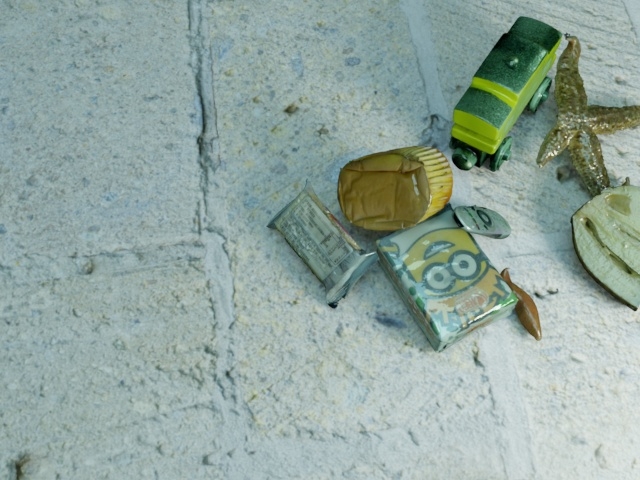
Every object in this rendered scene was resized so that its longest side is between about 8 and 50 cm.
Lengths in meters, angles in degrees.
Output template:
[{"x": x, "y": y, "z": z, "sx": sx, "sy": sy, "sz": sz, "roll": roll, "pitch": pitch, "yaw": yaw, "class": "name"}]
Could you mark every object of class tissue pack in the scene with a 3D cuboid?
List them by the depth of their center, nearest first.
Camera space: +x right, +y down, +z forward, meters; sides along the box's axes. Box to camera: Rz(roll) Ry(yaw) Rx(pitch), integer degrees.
[{"x": 0.308, "y": 0.091, "z": 1.930, "sx": 0.228, "sy": 0.128, "sz": 0.311, "roll": -27, "pitch": 66, "yaw": -11, "class": "tissue pack"}]

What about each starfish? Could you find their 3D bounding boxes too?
[{"x": 0.751, "y": -0.329, "z": 2.111, "sx": 0.324, "sy": 0.082, "sz": 0.432, "roll": 23, "pitch": 69, "yaw": -2, "class": "starfish"}]

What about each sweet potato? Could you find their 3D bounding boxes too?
[{"x": 0.501, "y": 0.160, "z": 1.934, "sx": 0.055, "sy": 0.058, "sz": 0.202, "roll": -45, "pitch": 58, "yaw": 28, "class": "sweet potato"}]

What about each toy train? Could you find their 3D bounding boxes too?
[{"x": 0.491, "y": -0.392, "z": 2.078, "sx": 0.179, "sy": 0.272, "sz": 0.442, "roll": 29, "pitch": 69, "yaw": 18, "class": "toy train"}]

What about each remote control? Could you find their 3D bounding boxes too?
[{"x": 0.407, "y": -0.044, "z": 1.960, "sx": 0.045, "sy": 0.256, "sz": 0.097, "roll": -44, "pitch": 60, "yaw": 27, "class": "remote control"}]

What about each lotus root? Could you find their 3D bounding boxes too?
[{"x": 0.757, "y": 0.004, "z": 1.952, "sx": 0.260, "sy": 0.149, "sz": 0.267, "roll": 38, "pitch": 89, "yaw": 22, "class": "lotus root"}]

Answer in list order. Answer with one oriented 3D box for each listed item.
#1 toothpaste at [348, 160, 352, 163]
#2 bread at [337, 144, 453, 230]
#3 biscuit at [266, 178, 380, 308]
[{"x": 0.193, "y": -0.144, "z": 2.091, "sx": 0.266, "sy": 0.050, "sz": 0.065, "roll": 17, "pitch": 69, "yaw": 11, "class": "toothpaste"}, {"x": 0.195, "y": -0.129, "z": 1.946, "sx": 0.288, "sy": 0.156, "sz": 0.204, "roll": -12, "pitch": 89, "yaw": 41, "class": "bread"}, {"x": -0.003, "y": 0.004, "z": 1.990, "sx": 0.186, "sy": 0.079, "sz": 0.309, "roll": -48, "pitch": 68, "yaw": 16, "class": "biscuit"}]
